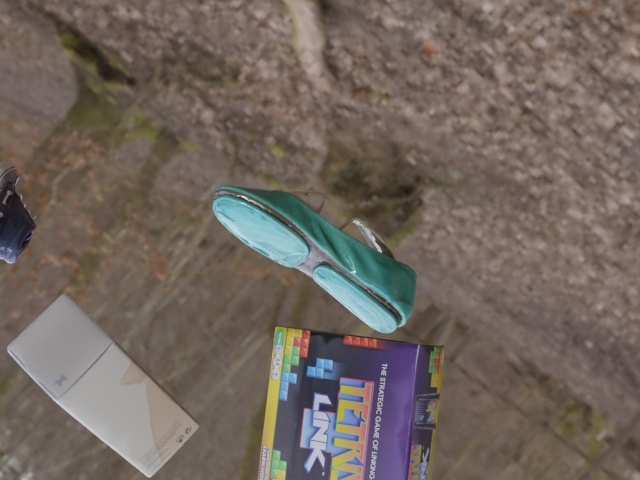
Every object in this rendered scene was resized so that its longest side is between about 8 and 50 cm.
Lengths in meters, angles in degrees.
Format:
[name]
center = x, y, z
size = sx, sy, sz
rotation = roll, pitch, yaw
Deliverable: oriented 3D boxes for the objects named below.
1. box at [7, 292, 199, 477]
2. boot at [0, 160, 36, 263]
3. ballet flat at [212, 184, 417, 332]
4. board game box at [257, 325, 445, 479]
[box]
center = -0.325, 0.227, 1.854
size = 0.148, 0.121, 0.311
rotation = 38, 168, 33
[boot]
center = -0.396, -0.032, 1.532
size = 0.086, 0.069, 0.190
rotation = 24, -151, -7
[ballet flat]
center = 0.000, 0.000, 1.291
size = 0.247, 0.087, 0.083
rotation = 35, 147, -8
[board game box]
center = 0.021, 0.161, 0.986
size = 0.141, 0.170, 0.048
rotation = 3, 175, 35
